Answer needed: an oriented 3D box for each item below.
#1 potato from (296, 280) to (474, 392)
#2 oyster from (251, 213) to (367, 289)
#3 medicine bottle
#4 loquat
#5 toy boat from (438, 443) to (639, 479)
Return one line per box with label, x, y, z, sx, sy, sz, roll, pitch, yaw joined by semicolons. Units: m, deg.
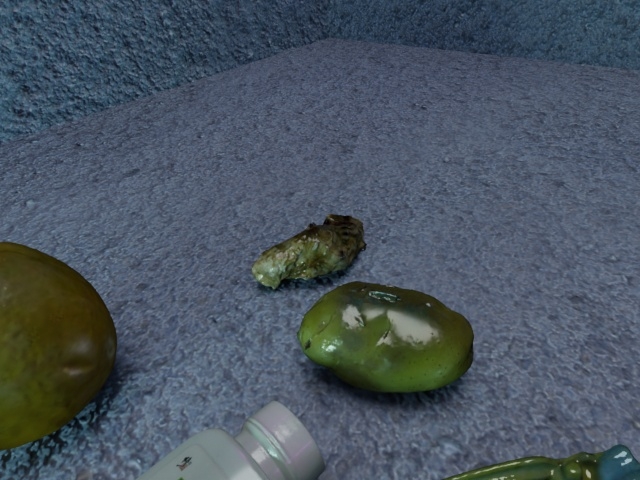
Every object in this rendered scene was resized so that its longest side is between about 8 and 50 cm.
potato;0.094;0.135;0.669;0.248;0.143;0.169;7;47;16
oyster;-0.006;-0.004;0.938;0.166;0.093;0.294;2;29;26
medicine bottle;-0.136;0.306;0.489;0.296;0.111;0.161;-29;41;-31
loquat;-0.429;0.133;0.632;0.276;0.283;0.276;-7;39;6
toy boat;0.207;0.296;0.482;0.277;0.084;0.111;-13;38;-4
